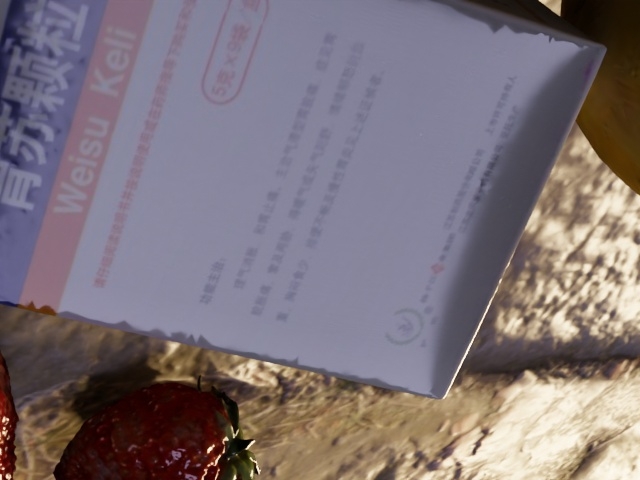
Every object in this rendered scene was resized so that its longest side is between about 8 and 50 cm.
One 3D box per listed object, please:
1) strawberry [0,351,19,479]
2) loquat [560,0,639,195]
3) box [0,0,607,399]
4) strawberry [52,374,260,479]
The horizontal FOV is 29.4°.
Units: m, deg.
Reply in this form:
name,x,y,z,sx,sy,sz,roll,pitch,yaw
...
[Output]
name,x,y,z,sx,sy,sz,roll,pitch,yaw
strawberry,-0.244,0.074,0.745,0.107,0.175,0.236,-55,180,-7
loquat,0.262,-0.126,0.641,0.275,0.275,0.275,-14,143,-11
box,-0.045,-0.057,0.586,0.299,0.106,0.200,14,113,-18
strawberry,-0.124,0.170,0.926,0.148,0.131,0.131,-23,144,-13
